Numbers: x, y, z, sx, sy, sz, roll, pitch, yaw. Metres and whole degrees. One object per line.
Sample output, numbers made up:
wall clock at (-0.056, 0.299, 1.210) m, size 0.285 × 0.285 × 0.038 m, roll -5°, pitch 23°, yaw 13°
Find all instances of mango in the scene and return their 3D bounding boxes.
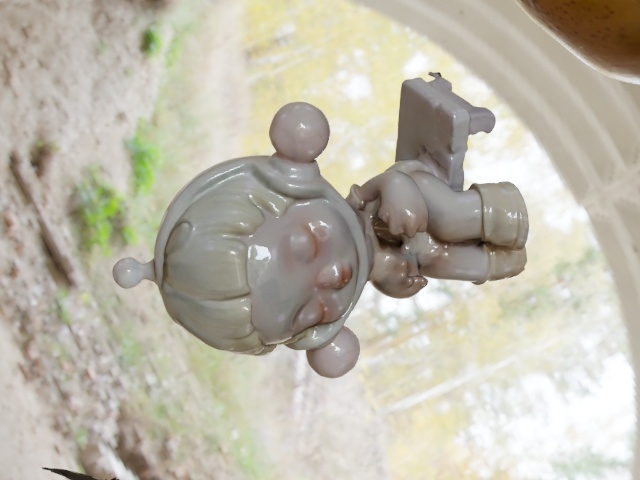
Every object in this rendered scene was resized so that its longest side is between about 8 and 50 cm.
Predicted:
mango at (0.231, -0.208, 0.968) m, size 0.191 × 0.160 × 0.290 m, roll 38°, pitch 7°, yaw 29°

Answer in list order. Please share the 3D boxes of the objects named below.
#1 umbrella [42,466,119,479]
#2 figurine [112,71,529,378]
umbrella at (-0.248, 0.268, 1.406) m, size 0.022 × 0.022 × 0.149 m, roll 16°, pitch -8°, yaw 40°
figurine at (-0.004, -0.010, 0.827) m, size 0.144 × 0.257 × 0.182 m, roll 61°, pitch -26°, yaw 31°
